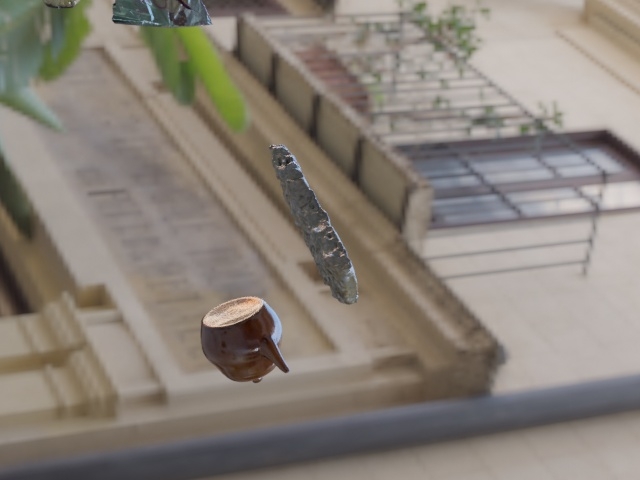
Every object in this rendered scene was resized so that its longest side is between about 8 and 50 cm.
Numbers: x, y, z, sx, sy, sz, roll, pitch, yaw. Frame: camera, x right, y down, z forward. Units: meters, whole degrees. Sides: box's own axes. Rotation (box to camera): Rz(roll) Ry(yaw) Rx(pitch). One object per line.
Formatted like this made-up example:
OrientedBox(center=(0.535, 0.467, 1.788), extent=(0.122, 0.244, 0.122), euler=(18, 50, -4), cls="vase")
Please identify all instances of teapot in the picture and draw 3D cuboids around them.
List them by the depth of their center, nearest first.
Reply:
OrientedBox(center=(-0.103, 0.140, 2.061), extent=(0.173, 0.116, 0.116), euler=(9, -76, 49), cls="teapot")

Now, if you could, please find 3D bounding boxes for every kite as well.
OrientedBox(center=(-0.220, -0.330, 1.823), extent=(0.012, 0.250, 0.229), euler=(-30, -144, 35), cls="kite")

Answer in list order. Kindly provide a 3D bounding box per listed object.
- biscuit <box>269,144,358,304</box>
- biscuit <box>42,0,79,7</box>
OrientedBox(center=(0.000, 0.000, 1.828), extent=(0.250, 0.032, 0.133), euler=(-119, -172, -46), cls="biscuit")
OrientedBox(center=(-0.354, -0.412, 2.113), extent=(0.052, 0.056, 0.188), euler=(-71, 167, -70), cls="biscuit")
